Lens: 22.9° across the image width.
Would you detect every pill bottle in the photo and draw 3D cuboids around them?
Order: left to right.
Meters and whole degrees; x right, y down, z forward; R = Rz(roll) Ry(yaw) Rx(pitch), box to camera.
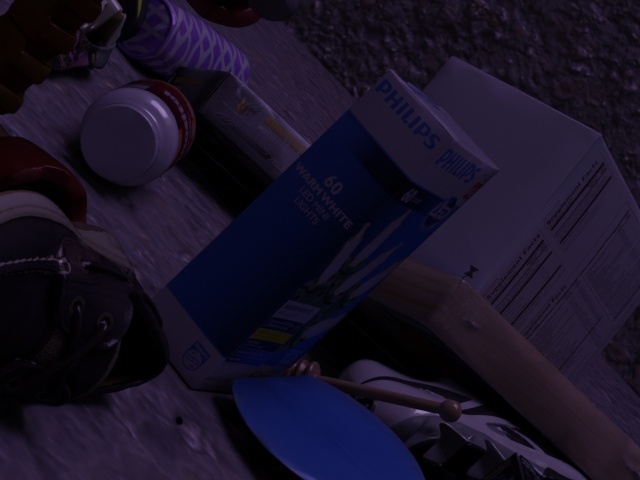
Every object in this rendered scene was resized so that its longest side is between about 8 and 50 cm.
[{"bbox_3d":[-0.160,-0.093,1.375,0.086,0.086,0.152,46,11,-5],"label":"pill bottle"}]

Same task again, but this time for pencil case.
[{"bbox_3d":[-0.164,-0.225,1.895,0.088,0.086,0.206,13,-9,28],"label":"pencil case"}]

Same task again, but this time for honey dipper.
[{"bbox_3d":[0.035,0.121,1.255,0.161,0.030,0.030,12,-1,19],"label":"honey dipper"}]

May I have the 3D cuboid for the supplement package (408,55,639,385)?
[{"bbox_3d":[0.184,-0.005,1.576,0.199,0.198,0.262,34,-9,37],"label":"supplement package"}]

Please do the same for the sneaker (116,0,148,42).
[{"bbox_3d":[-0.257,-0.317,1.806,0.121,0.111,0.300,42,12,-48],"label":"sneaker"}]

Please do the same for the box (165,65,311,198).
[{"bbox_3d":[-0.061,-0.091,1.705,0.231,0.056,0.183,42,-9,-21],"label":"box"}]

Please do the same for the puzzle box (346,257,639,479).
[{"bbox_3d":[0.120,0.101,1.534,0.272,0.052,0.409,43,-7,-23],"label":"puzzle box"}]

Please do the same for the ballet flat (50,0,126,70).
[{"bbox_3d":[-0.233,-0.208,1.542,0.077,0.079,0.221,45,10,-2],"label":"ballet flat"}]

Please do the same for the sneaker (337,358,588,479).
[{"bbox_3d":[0.135,0.190,1.385,0.330,0.122,0.146,38,15,-43],"label":"sneaker"}]

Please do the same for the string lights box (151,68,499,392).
[{"bbox_3d":[0.000,0.000,1.173,0.077,0.260,0.133,50,11,19],"label":"string lights box"}]

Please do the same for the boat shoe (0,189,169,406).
[{"bbox_3d":[-0.148,0.043,0.862,0.092,0.103,0.285,44,3,11],"label":"boat shoe"}]

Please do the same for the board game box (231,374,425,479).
[{"bbox_3d":[-0.002,0.155,1.169,0.133,0.033,0.169,43,20,28],"label":"board game box"}]

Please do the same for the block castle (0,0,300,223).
[{"bbox_3d":[-0.230,-0.185,0.845,0.453,0.303,0.213,36,8,-49],"label":"block castle"}]

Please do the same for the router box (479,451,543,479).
[{"bbox_3d":[0.115,0.221,1.182,0.038,0.122,0.092,50,10,-8],"label":"router box"}]
